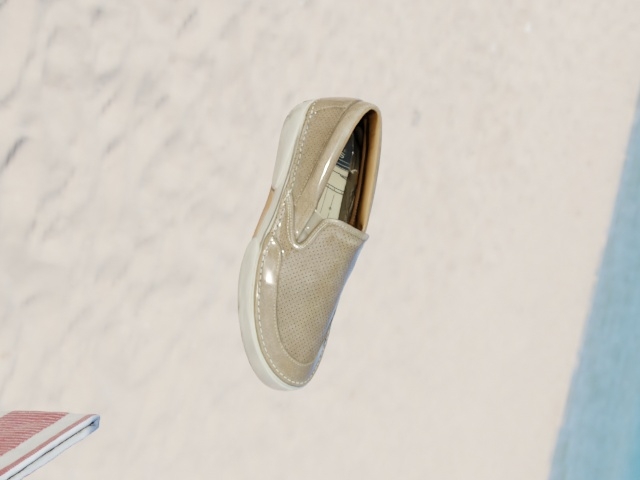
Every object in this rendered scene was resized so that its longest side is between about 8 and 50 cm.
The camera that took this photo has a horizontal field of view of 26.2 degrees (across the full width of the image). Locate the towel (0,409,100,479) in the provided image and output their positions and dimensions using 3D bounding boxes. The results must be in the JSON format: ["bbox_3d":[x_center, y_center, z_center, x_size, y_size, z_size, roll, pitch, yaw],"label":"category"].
[{"bbox_3d":[-0.450,0.243,1.572,0.237,0.329,0.037,-33,119,-65],"label":"towel"}]

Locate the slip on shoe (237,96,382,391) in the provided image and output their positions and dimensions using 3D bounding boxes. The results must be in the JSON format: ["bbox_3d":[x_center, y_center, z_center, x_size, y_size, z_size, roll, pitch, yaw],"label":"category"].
[{"bbox_3d":[0.000,0.000,0.611,0.051,0.041,0.135,29,67,-43],"label":"slip on shoe"}]
